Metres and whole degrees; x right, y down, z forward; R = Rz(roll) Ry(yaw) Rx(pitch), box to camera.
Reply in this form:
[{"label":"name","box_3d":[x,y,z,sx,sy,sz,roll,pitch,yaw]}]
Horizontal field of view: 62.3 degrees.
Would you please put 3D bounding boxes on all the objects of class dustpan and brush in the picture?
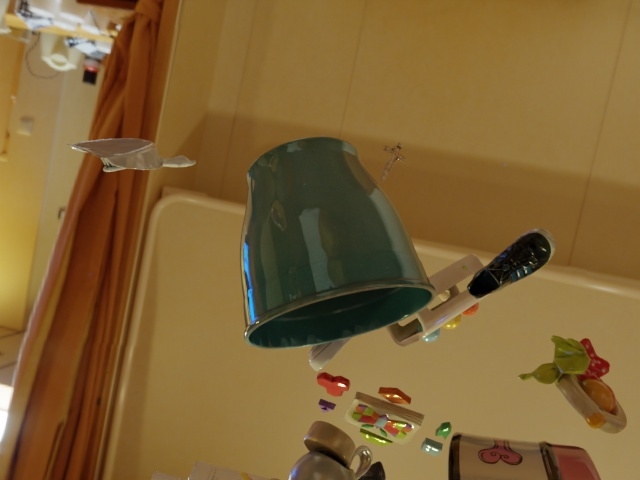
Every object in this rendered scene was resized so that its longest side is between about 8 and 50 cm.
[{"label":"dustpan and brush","box_3d":[-0.315,-0.147,0.943,0.147,0.060,0.211,22,-150,40]}]

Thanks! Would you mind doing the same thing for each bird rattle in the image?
[{"label":"bird rattle","box_3d":[0.537,0.305,1.092,0.254,0.143,0.206,27,-152,-42]}]

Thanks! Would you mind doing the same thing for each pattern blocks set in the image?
[{"label":"pattern blocks set","box_3d":[0.149,0.433,1.286,0.325,0.285,0.026,11,-133,15]}]

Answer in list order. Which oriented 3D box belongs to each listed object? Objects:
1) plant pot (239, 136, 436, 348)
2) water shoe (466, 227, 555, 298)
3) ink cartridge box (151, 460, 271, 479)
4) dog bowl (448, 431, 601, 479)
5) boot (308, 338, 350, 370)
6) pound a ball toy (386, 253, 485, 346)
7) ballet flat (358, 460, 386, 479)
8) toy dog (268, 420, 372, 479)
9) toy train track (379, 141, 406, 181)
[{"label":"plant pot","box_3d":[0.000,0.000,0.786,0.272,0.255,0.271,-12,158,-5]},{"label":"water shoe","box_3d":[0.372,0.056,1.036,0.080,0.203,0.073,-29,-107,-42]},{"label":"ink cartridge box","box_3d":[-0.212,0.628,1.173,0.354,0.206,0.119,16,176,-3]},{"label":"dog bowl","box_3d":[0.266,0.410,0.573,0.151,0.407,0.408,-16,175,17]},{"label":"boot","box_3d":[0.026,0.118,1.007,0.123,0.258,0.095,42,142,1]},{"label":"pound a ball toy","box_3d":[0.290,0.161,1.326,0.319,0.135,0.208,-22,166,-37]},{"label":"ballet flat","box_3d":[0.097,0.570,1.272,0.058,0.049,0.173,27,139,-26]},{"label":"toy dog","box_3d":[0.043,0.444,0.865,0.161,0.220,0.333,14,157,36]},{"label":"toy train track","box_3d":[0.132,-0.146,0.971,0.048,0.083,0.014,30,166,-10]}]
